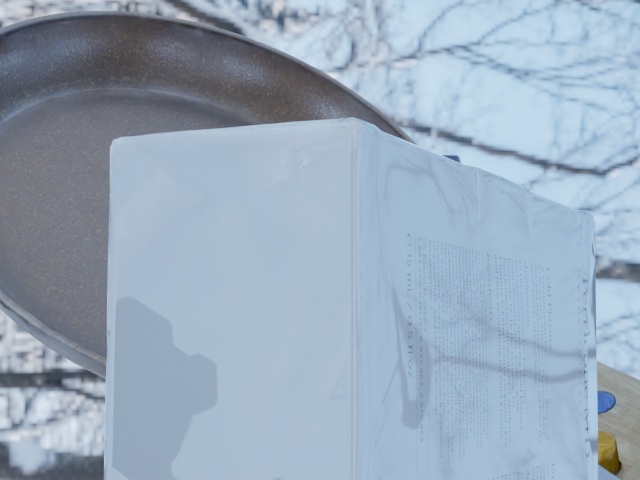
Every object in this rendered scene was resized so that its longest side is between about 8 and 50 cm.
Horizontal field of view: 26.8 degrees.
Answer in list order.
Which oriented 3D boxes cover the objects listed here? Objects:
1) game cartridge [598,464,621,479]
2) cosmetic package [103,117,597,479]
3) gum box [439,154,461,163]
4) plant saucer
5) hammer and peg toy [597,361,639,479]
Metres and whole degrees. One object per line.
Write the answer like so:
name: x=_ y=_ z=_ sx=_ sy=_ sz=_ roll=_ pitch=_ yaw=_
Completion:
game cartridge: x=0.131 y=0.187 z=0.937 sx=0.294 sy=0.196 sz=0.060 roll=32 pitch=-64 yaw=22
cosmetic package: x=0.031 y=0.163 z=0.509 sx=0.097 sy=0.284 sz=0.377 roll=-2 pitch=-96 yaw=27
gum box: x=0.000 y=0.000 z=1.001 sx=0.157 sy=0.184 sz=0.041 roll=106 pitch=-20 yaw=-49
plant saucer: x=-0.066 y=-0.017 z=0.735 sx=0.311 sy=0.310 sz=0.050 roll=-108 pitch=-147 yaw=-42
hammer and peg toy: x=0.207 y=0.191 z=1.414 sx=0.361 sy=0.266 sz=0.127 roll=25 pitch=-42 yaw=51
